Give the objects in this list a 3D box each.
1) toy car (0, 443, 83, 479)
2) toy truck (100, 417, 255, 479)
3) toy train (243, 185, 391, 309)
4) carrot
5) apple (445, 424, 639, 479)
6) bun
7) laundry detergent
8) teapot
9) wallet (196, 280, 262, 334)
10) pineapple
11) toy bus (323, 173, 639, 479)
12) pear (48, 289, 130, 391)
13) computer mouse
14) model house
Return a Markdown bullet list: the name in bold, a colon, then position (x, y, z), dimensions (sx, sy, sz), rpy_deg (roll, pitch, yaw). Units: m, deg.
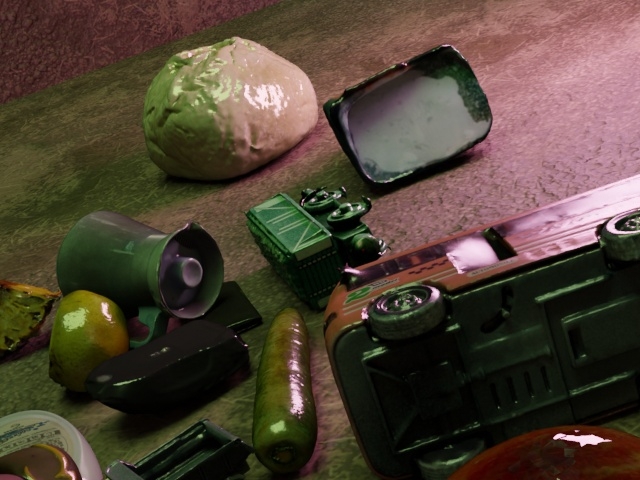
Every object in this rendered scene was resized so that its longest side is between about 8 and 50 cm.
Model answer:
- **toy car**: position (-0.214, 0.302, 1.032), dimensions (0.240, 0.271, 0.341), rpy_deg (-11, 16, -30)
- **toy truck**: position (-0.161, 0.265, 1.242), dimensions (0.192, 0.092, 0.083), rpy_deg (-31, 26, -26)
- **toy train**: position (0.000, 0.000, 1.701), dimensions (0.154, 0.115, 0.269), rpy_deg (-32, 25, -8)
- **carrot**: position (-0.041, 0.160, 1.418), dimensions (0.074, 0.074, 0.358), rpy_deg (-16, 21, 6)
- **apple**: position (0.185, 0.247, 0.927), dimensions (0.251, 0.163, 0.293), rpy_deg (-18, 21, -2)
- **bun**: position (-0.187, -0.269, 2.298), dimensions (0.349, 0.227, 0.352), rpy_deg (-13, 25, 10)
- **laundry detergent**: position (-0.364, 0.282, 1.346), dimensions (0.215, 0.105, 0.280), rpy_deg (-28, 26, -16)
- **teapot**: position (-0.266, 0.058, 1.714), dimensions (0.225, 0.171, 0.203), rpy_deg (2, 73, 41)
- **wallet**: position (-0.139, 0.100, 1.693), dimensions (0.082, 0.018, 0.157), rpy_deg (-24, 23, -12)
- **pineapple**: position (-0.517, 0.122, 1.804), dimensions (0.233, 0.135, 0.079), rpy_deg (9, 2, 0)
- **toy bus**: position (0.219, 0.078, 1.236), dimensions (0.427, 0.203, 0.233), rpy_deg (-18, 18, 0)
- **pear**: position (-0.311, 0.141, 1.611), dimensions (0.104, 0.141, 0.141), rpy_deg (12, 26, -1)
- **computer mouse**: position (-0.192, 0.170, 1.506), dimensions (0.217, 0.073, 0.122), rpy_deg (-24, 25, -29)
- **model house**: position (0.130, -0.214, 2.041), dimensions (0.253, 0.184, 0.291), rpy_deg (-29, 10, -7)
